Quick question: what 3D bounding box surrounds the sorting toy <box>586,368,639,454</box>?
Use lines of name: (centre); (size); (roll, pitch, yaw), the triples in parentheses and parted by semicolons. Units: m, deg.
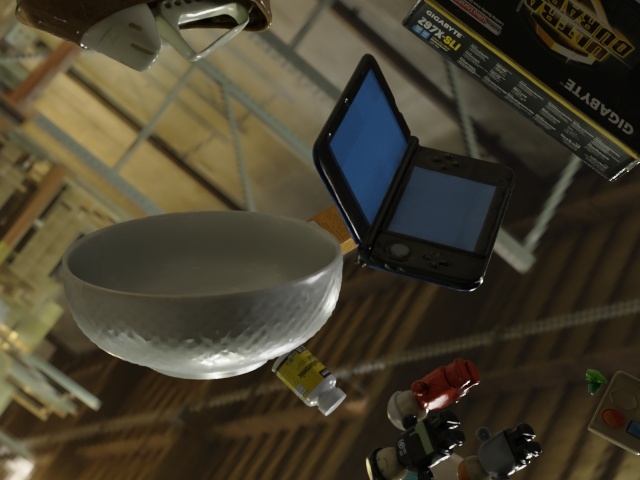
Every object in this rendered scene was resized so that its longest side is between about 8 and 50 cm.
sorting toy: (0.266, 0.149, 1.236); (0.062, 0.083, 0.012); (-62, -172, 2)

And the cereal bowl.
cereal bowl: (-0.142, 0.075, 1.690); (0.339, 0.339, 0.141); (-101, -169, -71)

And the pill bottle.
pill bottle: (-0.016, 0.224, 2.209); (0.065, 0.116, 0.065); (-44, 168, -12)

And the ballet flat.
ballet flat: (-0.191, -0.267, 1.648); (0.342, 0.124, 0.116); (-16, 166, -40)

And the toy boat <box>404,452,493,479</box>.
toy boat: (0.241, 0.441, 2.168); (0.148, 0.267, 0.318); (-51, 180, -10)

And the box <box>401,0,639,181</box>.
box: (0.294, -0.266, 1.669); (0.257, 0.322, 0.079); (-56, -175, -30)

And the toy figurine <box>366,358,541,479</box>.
toy figurine: (0.179, 0.292, 1.868); (0.148, 0.209, 0.213); (-37, -166, 28)

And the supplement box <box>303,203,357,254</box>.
supplement box: (0.000, 0.000, 2.394); (0.233, 0.080, 0.078); (-28, 162, -44)

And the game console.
game console: (0.137, -0.101, 1.913); (0.293, 0.250, 0.173); (-64, 164, -49)
